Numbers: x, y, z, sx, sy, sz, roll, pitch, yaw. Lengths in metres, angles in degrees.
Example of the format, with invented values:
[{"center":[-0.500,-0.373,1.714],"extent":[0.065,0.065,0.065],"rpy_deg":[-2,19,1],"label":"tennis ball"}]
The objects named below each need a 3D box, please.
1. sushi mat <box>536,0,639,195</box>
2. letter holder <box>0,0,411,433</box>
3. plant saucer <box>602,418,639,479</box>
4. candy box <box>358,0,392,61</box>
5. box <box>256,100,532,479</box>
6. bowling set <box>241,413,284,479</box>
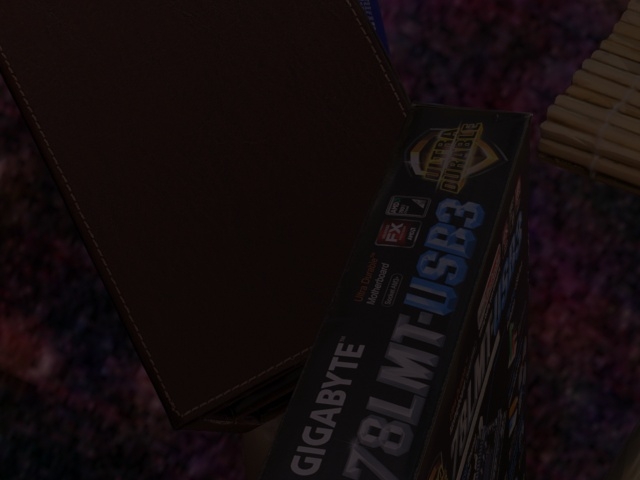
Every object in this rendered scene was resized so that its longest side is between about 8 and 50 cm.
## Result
[{"center":[0.244,-0.037,0.657],"extent":[0.317,0.019,0.151],"rpy_deg":[22,66,29],"label":"sushi mat"},{"center":[-0.044,-0.061,1.231],"extent":[0.301,0.214,0.152],"rpy_deg":[62,8,12],"label":"letter holder"},{"center":[0.334,0.167,1.434],"extent":[0.100,0.400,0.400],"rpy_deg":[36,39,27],"label":"plant saucer"},{"center":[0.000,0.000,1.577],"extent":[0.122,0.268,0.317],"rpy_deg":[-2,53,-11],"label":"candy box"},{"center":[0.046,0.133,0.935],"extent":[0.073,0.293,0.295],"rpy_deg":[4,37,14],"label":"box"},{"center":[0.037,0.247,1.363],"extent":[0.200,0.154,0.287],"rpy_deg":[0,34,4],"label":"bowling set"}]
